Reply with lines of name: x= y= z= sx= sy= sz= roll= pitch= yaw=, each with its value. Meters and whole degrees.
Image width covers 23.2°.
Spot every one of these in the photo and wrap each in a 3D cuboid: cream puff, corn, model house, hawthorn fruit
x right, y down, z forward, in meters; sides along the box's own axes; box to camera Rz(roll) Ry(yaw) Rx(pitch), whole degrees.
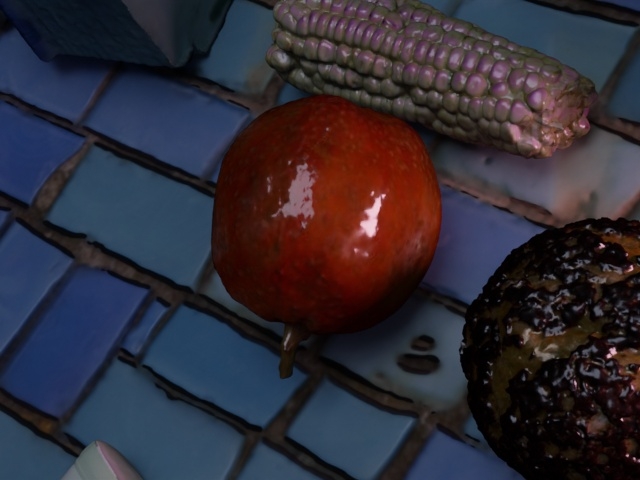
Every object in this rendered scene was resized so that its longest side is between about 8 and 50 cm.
cream puff: x=0.224 y=0.090 z=1.251 sx=0.239 sy=0.165 sz=0.239 roll=-12 pitch=57 yaw=19
corn: x=0.099 y=-0.163 z=1.482 sx=0.335 sy=0.126 sz=0.126 roll=26 pitch=74 yaw=28
model house: x=-0.267 y=-0.347 z=1.669 sx=0.329 sy=0.252 sz=0.295 roll=6 pitch=65 yaw=32
hawthorn fruit: x=0.000 y=0.000 z=1.383 sx=0.205 sy=0.205 sz=0.253 roll=0 pitch=69 yaw=23

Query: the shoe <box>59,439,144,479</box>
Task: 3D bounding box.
shoe: x=-0.166 y=0.298 z=1.348 sx=0.110 sy=0.095 sz=0.265 roll=-40 pitch=49 yaw=5
